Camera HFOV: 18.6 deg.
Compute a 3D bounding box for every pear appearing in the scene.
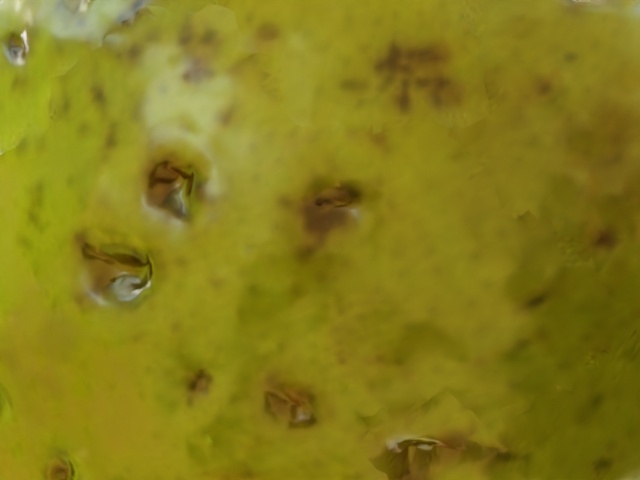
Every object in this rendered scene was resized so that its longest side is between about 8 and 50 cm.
[{"bbox_3d":[0.000,0.000,0.679,0.391,0.391,0.391,-1,-67,-3],"label":"pear"}]
